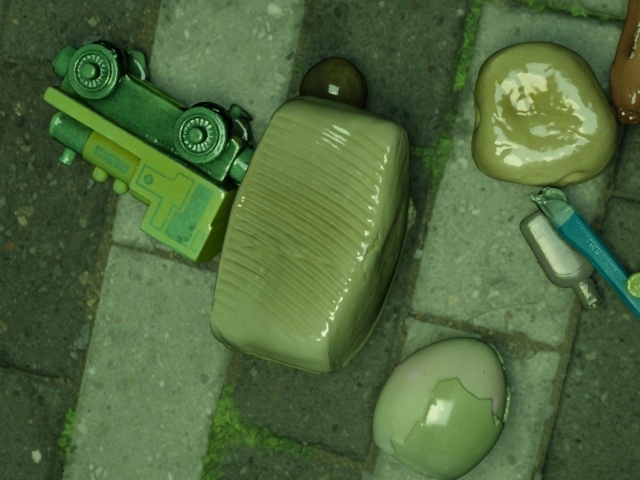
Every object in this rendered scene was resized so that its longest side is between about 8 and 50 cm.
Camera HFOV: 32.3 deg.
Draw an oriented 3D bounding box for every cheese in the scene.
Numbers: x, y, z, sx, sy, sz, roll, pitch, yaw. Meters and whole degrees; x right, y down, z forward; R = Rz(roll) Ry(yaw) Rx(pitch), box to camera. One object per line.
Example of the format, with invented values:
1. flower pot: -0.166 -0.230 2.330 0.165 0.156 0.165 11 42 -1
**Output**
1. cheese: 0.314 -0.173 1.600 0.235 0.117 0.218 42 101 10

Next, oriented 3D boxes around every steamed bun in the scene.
1. steamed bun: 0.002 -0.003 1.615 0.247 0.236 0.383 16 89 20

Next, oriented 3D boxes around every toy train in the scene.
1. toy train: -0.274 -0.151 1.708 0.369 0.150 0.237 31 104 10

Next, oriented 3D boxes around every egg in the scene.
1. egg: 0.182 0.237 1.613 0.183 0.183 0.217 30 88 8

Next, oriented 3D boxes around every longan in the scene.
1. longan: 0.015 -0.217 1.668 0.119 0.106 0.106 -38 85 25

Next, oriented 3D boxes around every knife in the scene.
1. knife: 0.408 0.031 1.608 0.044 0.026 0.296 -41 100 1

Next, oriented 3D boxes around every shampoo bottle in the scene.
1. shampoo bottle: 0.365 0.026 1.636 0.080 0.040 0.165 -30 87 4

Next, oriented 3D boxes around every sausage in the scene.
1. sausage: 0.463 -0.317 1.585 0.078 0.078 0.304 9 93 11

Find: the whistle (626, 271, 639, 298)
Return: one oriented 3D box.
1. whistle: 0.551 0.005 1.565 0.131 0.106 0.288 34 98 5
